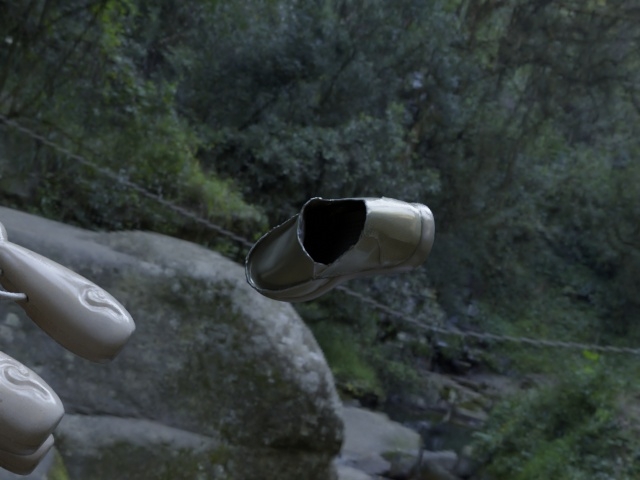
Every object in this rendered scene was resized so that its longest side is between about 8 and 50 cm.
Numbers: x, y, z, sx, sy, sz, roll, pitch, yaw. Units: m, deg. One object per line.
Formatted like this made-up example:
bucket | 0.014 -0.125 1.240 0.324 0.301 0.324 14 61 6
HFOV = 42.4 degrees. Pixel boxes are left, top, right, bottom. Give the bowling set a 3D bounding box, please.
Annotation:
bowling set | -0.267 0.125 0.538 0.154 0.200 0.287 36 20 -3

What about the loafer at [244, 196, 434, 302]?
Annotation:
loafer | 0.000 0.000 0.912 0.268 0.102 0.092 -19 -34 42
